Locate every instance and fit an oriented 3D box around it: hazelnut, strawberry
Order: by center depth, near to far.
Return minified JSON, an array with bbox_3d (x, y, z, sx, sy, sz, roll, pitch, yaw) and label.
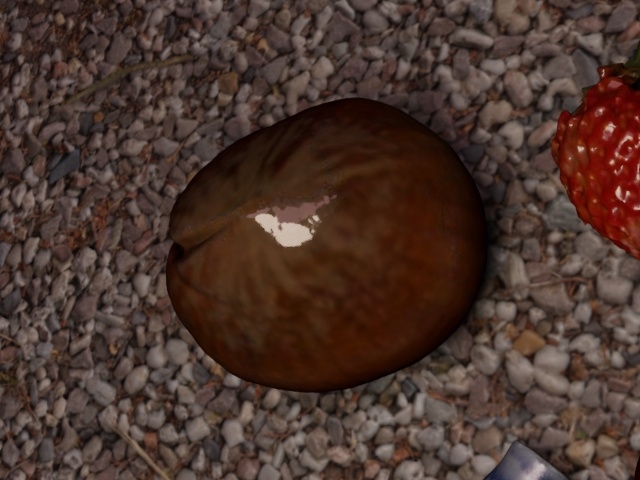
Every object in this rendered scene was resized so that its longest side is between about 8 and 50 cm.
[{"bbox_3d":[0.440,-0.070,1.283,0.351,0.267,0.312,41,65,16],"label":"strawberry"},{"bbox_3d":[0.000,0.000,1.458,0.409,0.359,0.359,-22,64,11],"label":"hazelnut"}]

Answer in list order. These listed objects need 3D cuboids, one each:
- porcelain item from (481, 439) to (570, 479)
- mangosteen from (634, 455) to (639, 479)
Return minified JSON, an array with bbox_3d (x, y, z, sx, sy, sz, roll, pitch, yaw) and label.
[{"bbox_3d":[0.184,0.358,1.352,0.141,0.141,0.259,38,84,32],"label":"porcelain item"},{"bbox_3d":[0.455,0.259,1.207,0.257,0.215,0.215,-22,61,-11],"label":"mangosteen"}]
